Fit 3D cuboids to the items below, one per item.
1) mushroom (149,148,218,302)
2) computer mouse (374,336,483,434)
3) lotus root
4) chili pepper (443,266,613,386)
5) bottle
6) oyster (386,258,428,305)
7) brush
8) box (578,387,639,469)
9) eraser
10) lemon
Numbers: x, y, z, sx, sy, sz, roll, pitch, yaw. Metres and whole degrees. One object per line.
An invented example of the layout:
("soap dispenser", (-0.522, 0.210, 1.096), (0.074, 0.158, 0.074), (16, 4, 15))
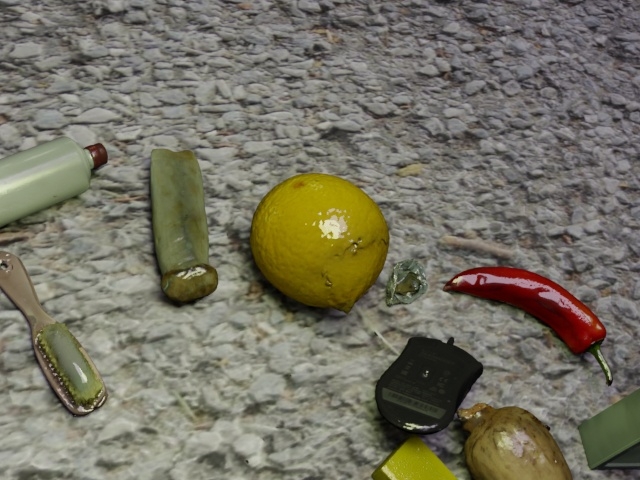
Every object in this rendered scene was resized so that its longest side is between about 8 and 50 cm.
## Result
("mushroom", (-0.245, -0.029, 1.547), (0.099, 0.081, 0.312), (4, 52, -25))
("computer mouse", (0.182, 0.259, 1.530), (0.147, 0.088, 0.264), (21, 40, 21))
("lotus root", (0.336, 0.374, 1.488), (0.154, 0.140, 0.257), (-37, 83, -31))
("chili pepper", (0.427, 0.139, 1.734), (0.368, 0.092, 0.137), (30, 70, 6))
("bottle", (-0.469, -0.106, 1.481), (0.245, 0.104, 0.104), (-28, 72, -36))
("oyster", (0.163, 0.082, 1.684), (0.100, 0.037, 0.098), (15, 70, -40))
("brush", (-0.426, 0.129, 1.369), (0.072, 0.067, 0.313), (-25, 69, -34))
("box", (0.584, 0.332, 1.569), (0.129, 0.225, 0.086), (6, 56, -20))
("eraser", (0.161, 0.396, 1.456), (0.122, 0.045, 0.097), (45, 52, 9))
("lemon", (-0.007, -0.005, 1.537), (0.253, 0.228, 0.228), (34, 51, 11))
